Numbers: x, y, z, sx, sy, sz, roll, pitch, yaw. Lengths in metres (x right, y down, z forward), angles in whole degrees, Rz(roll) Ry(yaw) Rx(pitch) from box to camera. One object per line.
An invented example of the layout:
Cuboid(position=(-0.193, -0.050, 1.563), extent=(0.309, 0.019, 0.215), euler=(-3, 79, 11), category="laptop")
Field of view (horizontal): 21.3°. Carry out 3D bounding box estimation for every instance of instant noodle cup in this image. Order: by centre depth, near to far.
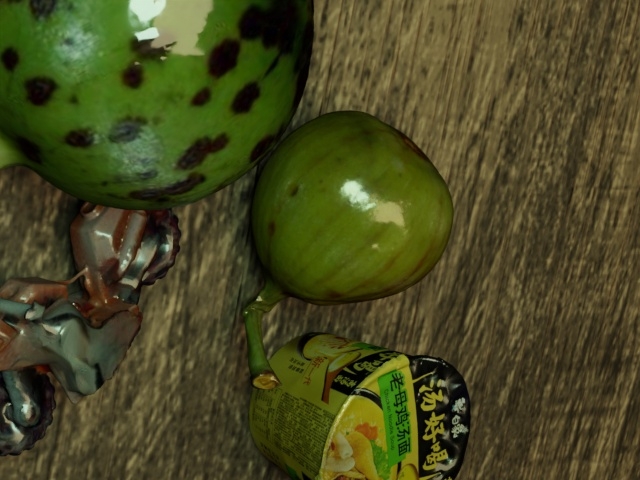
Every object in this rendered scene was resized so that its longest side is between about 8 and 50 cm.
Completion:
Cuboid(position=(0.025, 0.144, 1.328), extent=(0.151, 0.122, 0.151), euler=(-13, 111, -36), category="instant noodle cup")

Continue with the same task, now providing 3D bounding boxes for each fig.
Cuboid(position=(0.012, -0.004, 1.269), extent=(0.186, 0.148, 0.142), euler=(-44, 159, 31), category="fig")

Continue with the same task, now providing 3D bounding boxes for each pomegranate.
Cuboid(position=(-0.155, -0.123, 1.012), extent=(0.306, 0.242, 0.242), euler=(-14, 114, -23), category="pomegranate")

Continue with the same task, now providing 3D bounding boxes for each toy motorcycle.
Cuboid(position=(-0.177, 0.039, 1.145), extent=(0.212, 0.084, 0.118), euler=(-54, 131, -22), category="toy motorcycle")
